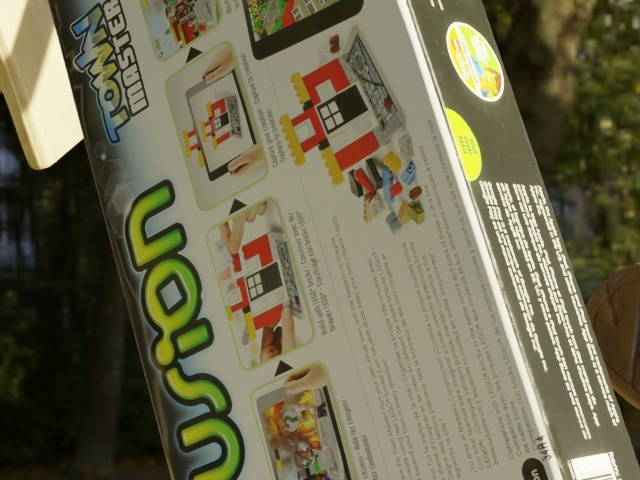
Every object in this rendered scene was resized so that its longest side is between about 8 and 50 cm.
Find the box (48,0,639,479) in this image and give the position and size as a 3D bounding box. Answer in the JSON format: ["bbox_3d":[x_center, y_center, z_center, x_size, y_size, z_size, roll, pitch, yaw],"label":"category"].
[{"bbox_3d":[0.000,0.000,0.366,0.114,0.207,0.036,-27,-18,35],"label":"box"}]

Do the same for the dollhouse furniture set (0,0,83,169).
[{"bbox_3d":[-0.129,-0.155,0.671,0.161,0.242,0.212,4,34,29],"label":"dollhouse furniture set"}]

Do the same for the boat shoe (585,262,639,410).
[{"bbox_3d":[0.314,0.153,0.989,0.123,0.123,0.342,35,10,-48],"label":"boat shoe"}]
